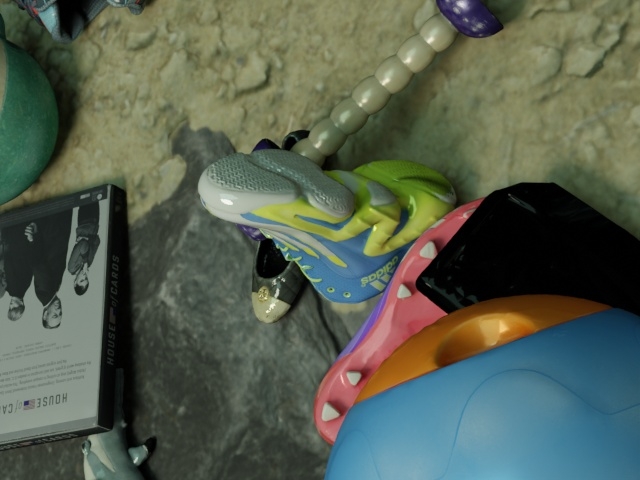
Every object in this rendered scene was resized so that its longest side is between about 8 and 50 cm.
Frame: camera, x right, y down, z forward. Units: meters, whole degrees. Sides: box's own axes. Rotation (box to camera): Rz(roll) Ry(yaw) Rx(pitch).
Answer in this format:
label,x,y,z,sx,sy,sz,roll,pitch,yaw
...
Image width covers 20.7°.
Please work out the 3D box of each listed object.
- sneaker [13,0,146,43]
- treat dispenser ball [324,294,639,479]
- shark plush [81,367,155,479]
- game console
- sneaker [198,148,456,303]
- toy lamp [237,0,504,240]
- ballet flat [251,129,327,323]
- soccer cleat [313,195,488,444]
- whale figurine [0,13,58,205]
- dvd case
label,x,y,z,sx,sy,sz,roll,pitch,yaw
sneaker,-0.272,-0.253,1.702,0.261,0.104,0.125,-3,83,34
treat dispenser ball,0.144,0.179,1.127,0.288,0.288,0.288,-6,79,33
shark plush,-0.180,0.201,1.618,0.067,0.073,0.161,-12,54,12
game console,0.120,0.131,1.322,0.213,0.044,0.361,39,81,21
sneaker,0.000,0.000,1.408,0.091,0.240,0.126,49,128,47
toy lamp,0.031,-0.107,1.461,0.274,0.080,0.080,-43,61,9
ballet flat,-0.035,-0.013,1.536,0.057,0.049,0.173,11,89,36
soccer cleat,0.078,0.064,1.436,0.083,0.095,0.248,36,90,-6
whale figurine,-0.350,-0.127,1.738,0.272,0.141,0.216,34,103,58
dvd case,-0.266,0.076,1.667,0.179,0.029,0.239,-13,66,32
